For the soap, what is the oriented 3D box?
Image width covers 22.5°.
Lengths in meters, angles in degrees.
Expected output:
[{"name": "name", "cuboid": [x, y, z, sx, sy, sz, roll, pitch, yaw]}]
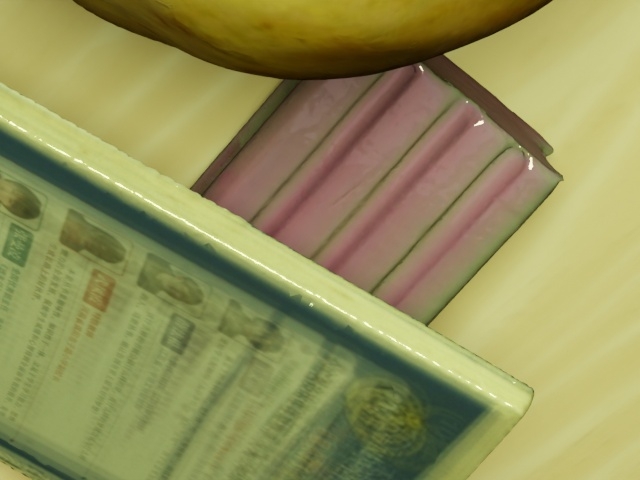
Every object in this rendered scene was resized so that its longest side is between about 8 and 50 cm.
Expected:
[{"name": "soap", "cuboid": [0.000, 0.000, 0.737, 0.122, 0.065, 0.203, 38, 109, -13]}]

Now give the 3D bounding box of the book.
[{"name": "book", "cuboid": [-0.095, 0.050, 0.710, 0.322, 0.018, 0.228, 30, 137, -3]}]

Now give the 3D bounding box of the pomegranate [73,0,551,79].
[{"name": "pomegranate", "cuboid": [-0.001, -0.191, 0.541, 0.307, 0.307, 0.307, 0, 113, 0]}]
